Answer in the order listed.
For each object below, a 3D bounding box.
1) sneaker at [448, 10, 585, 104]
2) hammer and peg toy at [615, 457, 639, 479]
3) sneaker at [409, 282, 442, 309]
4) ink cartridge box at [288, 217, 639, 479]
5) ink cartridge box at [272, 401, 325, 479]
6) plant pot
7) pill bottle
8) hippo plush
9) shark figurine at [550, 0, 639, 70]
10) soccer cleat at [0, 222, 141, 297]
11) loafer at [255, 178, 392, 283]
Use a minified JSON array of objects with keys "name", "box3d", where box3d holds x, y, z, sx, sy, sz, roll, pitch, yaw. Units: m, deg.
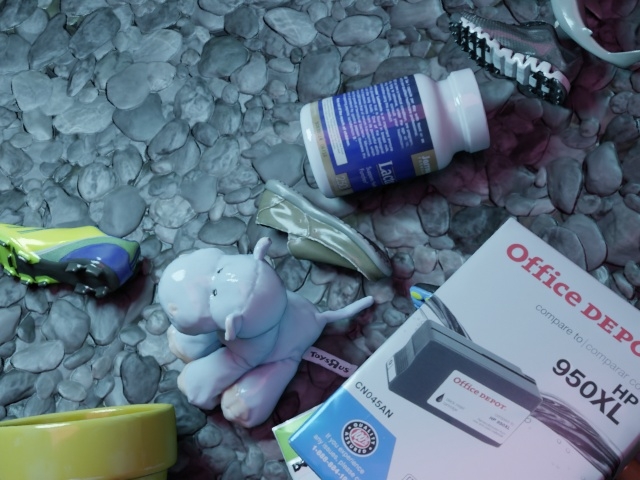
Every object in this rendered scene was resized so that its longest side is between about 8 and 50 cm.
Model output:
[{"name":"sneaker","box3d":[0.316,-0.311,1.332,0.234,0.078,0.106,37,75,22]},{"name":"hammer and peg toy","box3d":[0.525,0.212,0.991,0.127,0.266,0.361,44,82,2]},{"name":"sneaker","box3d":[0.223,0.085,1.210,0.188,0.067,0.078,3,49,16]},{"name":"ink cartridge box","box3d":[0.206,0.212,1.002,0.395,0.166,0.285,-44,63,-11]},{"name":"ink cartridge box","box3d":[0.074,0.335,1.124,0.189,0.097,0.255,-27,62,2]},{"name":"plant pot","box3d":[-0.316,0.355,1.140,0.254,0.254,0.238,-7,84,10]},{"name":"pill bottle","box3d":[0.114,-0.167,1.277,0.265,0.153,0.153,-15,67,8]},{"name":"hippo plush","box3d":[-0.110,0.129,1.168,0.295,0.236,0.234,10,71,17]},{"name":"shark figurine","box3d":[0.407,-0.378,1.295,0.166,0.116,0.278,-5,62,-8]},{"name":"soccer cleat","box3d":[-0.428,0.016,1.384,0.289,0.093,0.121,13,42,22]},{"name":"loafer","box3d":[0.000,0.000,1.283,0.251,0.094,0.087,34,92,27]}]
